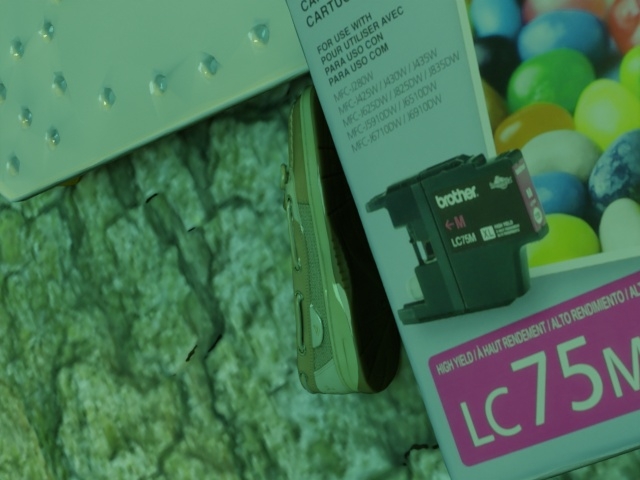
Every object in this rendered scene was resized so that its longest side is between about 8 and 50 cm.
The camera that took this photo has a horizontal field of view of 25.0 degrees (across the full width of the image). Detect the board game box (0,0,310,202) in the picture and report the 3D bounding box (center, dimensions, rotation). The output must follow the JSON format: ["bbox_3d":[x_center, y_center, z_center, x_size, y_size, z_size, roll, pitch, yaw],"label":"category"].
[{"bbox_3d":[-0.081,-0.253,0.722,0.390,0.050,0.390,-18,83,43],"label":"board game box"}]

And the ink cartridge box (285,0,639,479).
[{"bbox_3d":[0.081,-0.079,0.518,0.185,0.065,0.311,-26,75,38],"label":"ink cartridge box"}]

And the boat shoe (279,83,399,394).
[{"bbox_3d":[0.001,0.000,0.706,0.048,0.056,0.153,-7,98,33],"label":"boat shoe"}]
